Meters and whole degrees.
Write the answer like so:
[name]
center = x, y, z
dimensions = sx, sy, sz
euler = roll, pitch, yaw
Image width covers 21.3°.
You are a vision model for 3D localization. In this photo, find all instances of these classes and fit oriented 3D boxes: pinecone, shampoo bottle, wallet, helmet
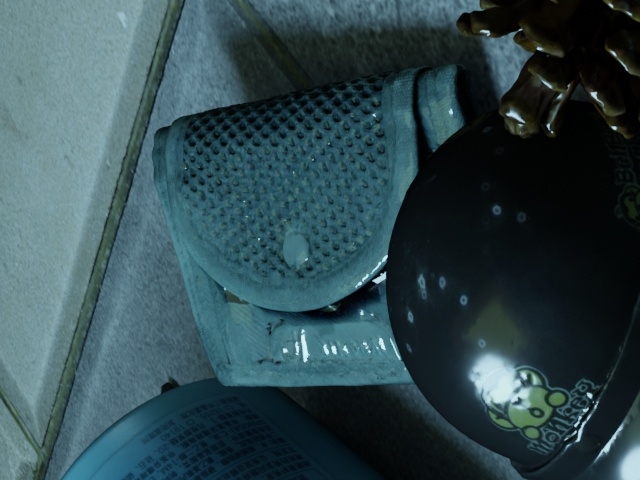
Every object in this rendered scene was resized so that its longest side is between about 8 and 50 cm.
[pinecone]
center = 0.170, -0.152, 0.966
dimensions = 0.185, 0.168, 0.212
euler = -128, 46, -56
[shampoo bottle]
center = -0.044, 0.336, 1.480
dimensions = 0.342, 0.331, 0.331
euler = 37, 139, 39
[wallet]
center = 0.000, 0.000, 1.333
dimensions = 0.342, 0.075, 0.237
euler = -7, 99, 45
[helmet]
center = 0.125, 0.027, 1.066
dimensions = 0.279, 0.160, 0.230
euler = -88, 23, -47

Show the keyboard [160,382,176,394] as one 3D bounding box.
[keyboard]
center = -0.158, 0.263, 1.914
dimensions = 0.087, 0.017, 0.251
euler = 42, 143, 32
